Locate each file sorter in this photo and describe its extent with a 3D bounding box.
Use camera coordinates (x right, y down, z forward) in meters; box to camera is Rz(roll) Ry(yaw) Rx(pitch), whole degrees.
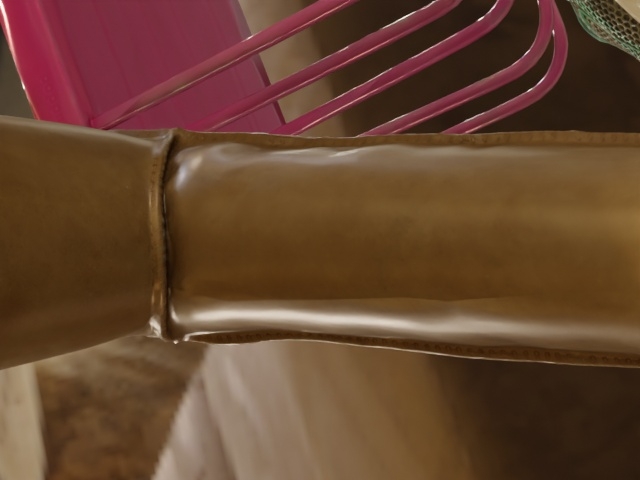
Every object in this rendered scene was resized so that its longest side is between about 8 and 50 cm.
[{"bbox_3d":[-0.016,-0.143,0.858,0.202,0.182,0.291,68,-165,11],"label":"file sorter"}]

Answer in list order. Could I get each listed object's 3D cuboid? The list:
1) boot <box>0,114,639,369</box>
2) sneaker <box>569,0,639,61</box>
[{"bbox_3d":[0.000,0.000,0.558,0.269,0.236,0.089,3,100,25],"label":"boot"},{"bbox_3d":[0.106,-0.109,0.726,0.166,0.065,0.076,45,162,8],"label":"sneaker"}]
